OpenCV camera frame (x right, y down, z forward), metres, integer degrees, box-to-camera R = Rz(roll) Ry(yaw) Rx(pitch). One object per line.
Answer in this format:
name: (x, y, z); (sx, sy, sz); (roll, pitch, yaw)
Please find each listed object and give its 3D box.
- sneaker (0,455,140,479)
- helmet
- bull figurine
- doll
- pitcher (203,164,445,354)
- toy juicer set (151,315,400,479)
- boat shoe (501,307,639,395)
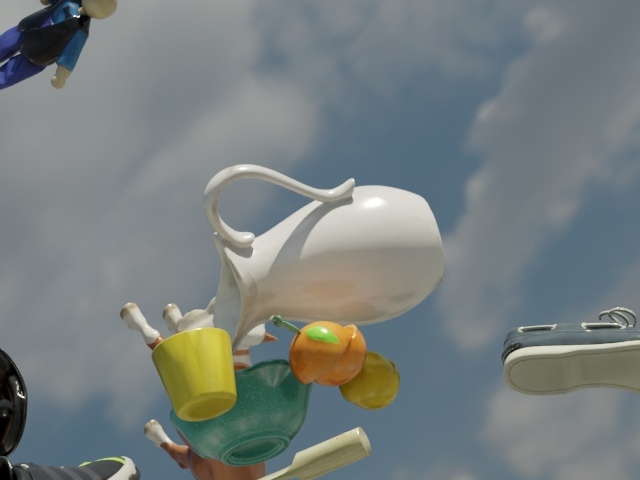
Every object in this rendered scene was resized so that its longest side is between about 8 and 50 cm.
sneaker: (-0.235, 0.214, 1.507); (0.084, 0.097, 0.235); (-44, -4, 18)
helmet: (-0.430, 0.207, 2.043); (0.169, 0.169, 0.161); (-11, -28, -47)
bull figurine: (-0.129, 0.158, 1.970); (0.101, 0.188, 0.310); (-25, -50, -31)
doll: (-0.292, -0.211, 1.855); (0.189, 0.129, 0.046); (-29, -35, 16)
pitcher: (0.000, 0.000, 1.587); (0.207, 0.125, 0.177); (-13, -61, -12)
toy juicer set: (-0.034, 0.145, 1.606); (0.209, 0.089, 0.329); (-15, -27, -5)
boat shoe: (0.339, 0.131, 2.046); (0.255, 0.079, 0.095); (-6, -50, 12)
